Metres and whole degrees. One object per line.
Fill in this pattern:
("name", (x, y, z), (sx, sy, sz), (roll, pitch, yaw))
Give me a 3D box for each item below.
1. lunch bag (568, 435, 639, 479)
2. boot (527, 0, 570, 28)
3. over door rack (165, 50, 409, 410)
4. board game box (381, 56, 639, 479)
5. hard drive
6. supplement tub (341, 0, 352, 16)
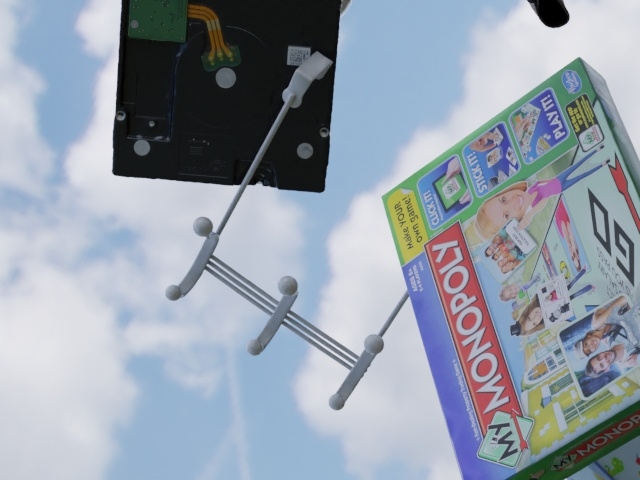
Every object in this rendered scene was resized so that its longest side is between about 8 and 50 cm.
("lunch bag", (0.350, 0.217, 1.949), (0.176, 0.219, 0.090), (-50, 11, -27))
("boot", (0.238, -0.402, 2.191), (0.090, 0.207, 0.248), (-26, -45, 12))
("over door rack", (0.000, 0.000, 1.873), (0.324, 0.239, 0.108), (-58, -5, 25))
("board game box", (0.172, 0.031, 1.389), (0.213, 0.317, 0.046), (-35, -45, 22))
("hard drive", (-0.096, -0.228, 1.898), (0.064, 0.237, 0.339), (-91, 5, -76))
("supplement tub", (-0.018, -0.459, 2.197), (0.325, 0.235, 0.235), (-67, -23, 1))
